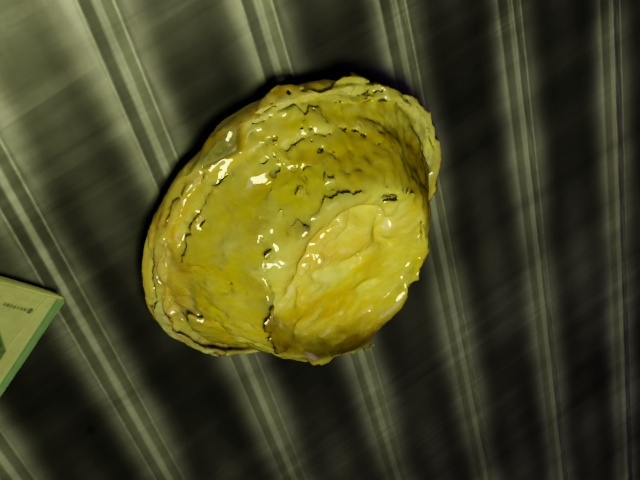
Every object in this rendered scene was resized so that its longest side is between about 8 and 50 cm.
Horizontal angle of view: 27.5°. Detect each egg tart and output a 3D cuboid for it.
[{"bbox_3d":[0.000,0.000,1.280,0.345,0.132,0.345,-24,135,-26],"label":"egg tart"}]

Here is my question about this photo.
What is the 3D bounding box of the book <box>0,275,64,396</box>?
[{"bbox_3d":[-0.378,0.136,1.145,0.215,0.025,0.282,21,108,-48],"label":"book"}]
